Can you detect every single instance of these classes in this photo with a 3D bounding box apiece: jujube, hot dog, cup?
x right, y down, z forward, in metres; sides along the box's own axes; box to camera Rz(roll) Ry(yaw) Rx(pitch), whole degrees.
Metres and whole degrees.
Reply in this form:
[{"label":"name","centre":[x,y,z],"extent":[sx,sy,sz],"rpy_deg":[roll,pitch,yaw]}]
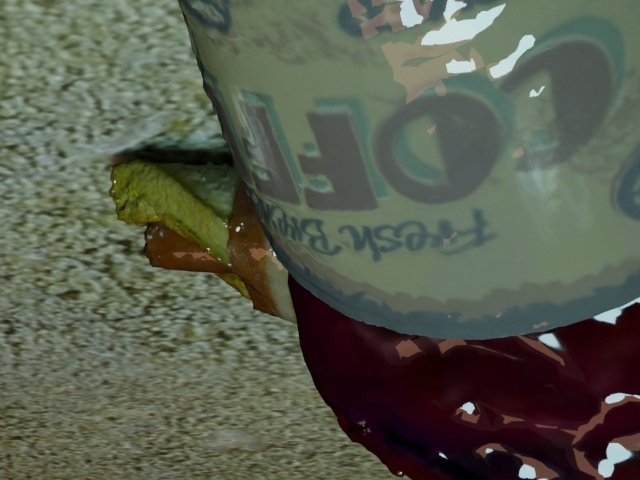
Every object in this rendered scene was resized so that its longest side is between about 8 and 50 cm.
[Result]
[{"label":"jujube","centre":[0.180,0.018,0.796],"extent":[0.377,0.258,0.258],"rpy_deg":[-3,151,25]},{"label":"hot dog","centre":[0.001,0.006,0.997],"extent":[0.262,0.093,0.123],"rpy_deg":[1,152,14]},{"label":"cup","centre":[0.017,-0.144,0.626],"extent":[0.301,0.227,0.257],"rpy_deg":[26,153,37]}]
